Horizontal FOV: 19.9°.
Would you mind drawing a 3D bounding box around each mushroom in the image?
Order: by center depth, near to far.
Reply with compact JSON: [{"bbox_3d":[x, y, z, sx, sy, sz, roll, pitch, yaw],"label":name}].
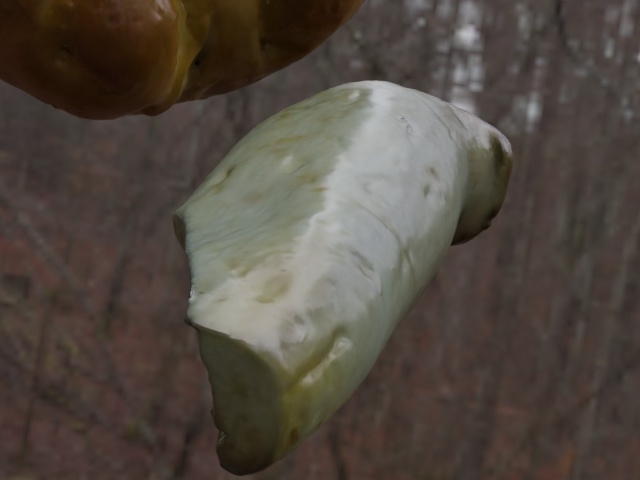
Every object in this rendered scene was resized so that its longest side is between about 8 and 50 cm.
[{"bbox_3d":[-0.003,0.000,0.721,0.107,0.087,0.333,-3,16,19],"label":"mushroom"}]

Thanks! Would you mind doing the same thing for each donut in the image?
[{"bbox_3d":[-0.109,-0.213,0.879,0.299,0.317,0.150,-11,0,-17],"label":"donut"}]
